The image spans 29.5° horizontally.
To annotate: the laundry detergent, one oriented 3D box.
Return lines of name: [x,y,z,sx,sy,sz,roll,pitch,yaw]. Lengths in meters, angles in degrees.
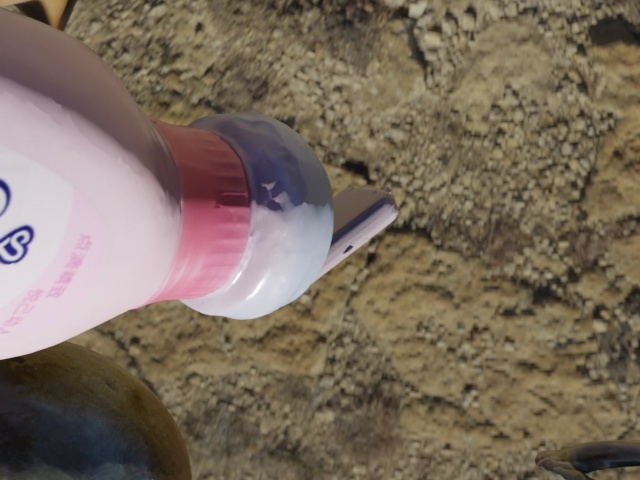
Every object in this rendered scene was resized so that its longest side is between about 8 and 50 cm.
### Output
laundry detergent: [-0.134,-0.011,0.360,0.159,0.335,0.088,-43,61,33]

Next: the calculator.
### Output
calculator: [0.000,0.000,1.158,0.175,0.100,0.032,-37,109,-15]

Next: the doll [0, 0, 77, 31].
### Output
doll: [-0.312,-0.290,0.838,0.209,0.318,0.340,-36,84,11]

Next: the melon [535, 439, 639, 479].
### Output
melon: [0.194,0.207,0.373,0.271,0.272,0.308,-1,136,9]

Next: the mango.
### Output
mango: [-0.250,0.170,1.045,0.316,0.193,0.146,37,149,-21]
